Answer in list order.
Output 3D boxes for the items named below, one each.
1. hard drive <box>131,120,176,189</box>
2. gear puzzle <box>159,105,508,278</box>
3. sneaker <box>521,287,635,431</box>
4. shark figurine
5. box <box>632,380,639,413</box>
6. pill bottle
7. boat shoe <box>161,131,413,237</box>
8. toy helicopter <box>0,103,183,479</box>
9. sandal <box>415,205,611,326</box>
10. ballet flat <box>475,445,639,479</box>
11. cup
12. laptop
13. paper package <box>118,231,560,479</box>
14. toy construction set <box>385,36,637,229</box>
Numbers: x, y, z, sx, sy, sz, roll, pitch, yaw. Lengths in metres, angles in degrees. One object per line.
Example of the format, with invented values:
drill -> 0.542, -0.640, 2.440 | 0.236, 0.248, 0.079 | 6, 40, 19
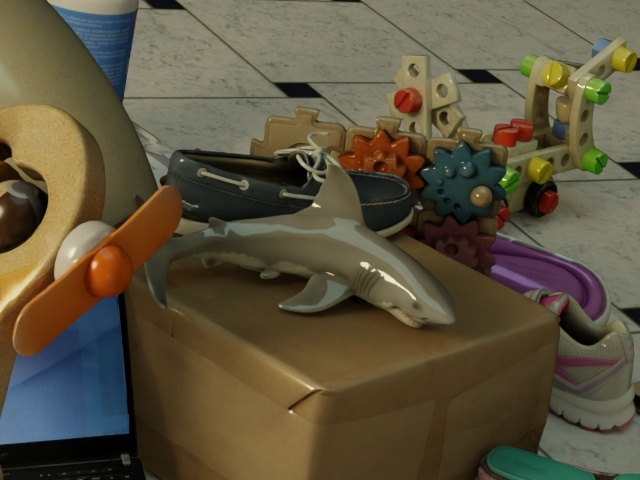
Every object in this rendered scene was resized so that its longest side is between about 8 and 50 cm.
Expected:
hard drive -> -0.232, -0.050, 2.099 | 0.237, 0.064, 0.339 | -8, 30, -39
gear puzzle -> 0.009, -0.040, 1.902 | 0.338, 0.176, 0.044 | 7, 30, 3
sneaker -> 0.200, 0.092, 1.927 | 0.252, 0.111, 0.103 | 17, 24, 10
shark figurine -> -0.024, -0.010, 1.640 | 0.278, 0.116, 0.166 | 10, 21, -8
box -> 0.424, 0.171, 1.973 | 0.201, 0.021, 0.164 | -12, 34, -43
pill bottle -> -0.265, -0.236, 2.146 | 0.124, 0.222, 0.124 | 10, 23, -5
boat shoe -> -0.025, -0.050, 1.769 | 0.254, 0.079, 0.095 | 1, 24, -24
toy helicopter -> -0.240, 0.059, 1.483 | 0.235, 0.355, 0.140 | -2, -25, 21
sandal -> 0.114, -0.002, 2.034 | 0.416, 0.102, 0.169 | 13, 40, -12
ballet flat -> 0.238, 0.234, 1.663 | 0.221, 0.079, 0.077 | 10, 31, 22
cup -> -0.281, -0.036, 1.777 | 0.237, 0.331, 0.331 | 38, 31, 17
laptop -> -0.248, 0.149, 1.519 | 0.234, 0.137, 0.264 | -4, 27, -13
paper package -> -0.008, 0.108, 1.726 | 0.309, 0.168, 0.324 | 28, 29, 36
toy construction set -> 0.226, -0.134, 2.317 | 0.327, 0.215, 0.151 | -5, 29, -34
